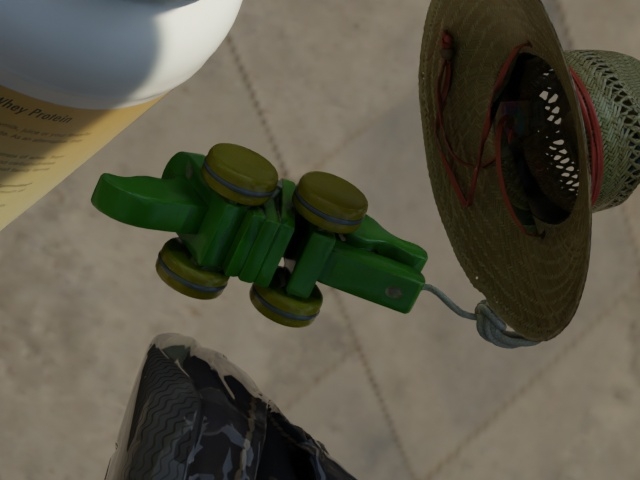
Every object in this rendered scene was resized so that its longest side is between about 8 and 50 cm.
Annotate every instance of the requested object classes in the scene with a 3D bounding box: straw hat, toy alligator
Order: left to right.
[{"bbox_3d":[0.000,0.000,0.710,0.190,0.051,0.056,17,116,-19],"label":"toy alligator"},{"bbox_3d":[0.088,-0.038,0.628,0.061,0.144,0.144,-10,109,-16],"label":"straw hat"}]

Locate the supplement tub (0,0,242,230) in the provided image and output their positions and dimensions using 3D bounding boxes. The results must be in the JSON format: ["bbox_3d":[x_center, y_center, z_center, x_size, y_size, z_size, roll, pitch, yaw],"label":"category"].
[{"bbox_3d":[-0.176,-0.126,0.826,0.228,0.316,0.228,28,46,-32],"label":"supplement tub"}]

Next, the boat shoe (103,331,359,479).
[{"bbox_3d":[-0.015,0.130,0.749,0.355,0.130,0.132,82,21,-73],"label":"boat shoe"}]
